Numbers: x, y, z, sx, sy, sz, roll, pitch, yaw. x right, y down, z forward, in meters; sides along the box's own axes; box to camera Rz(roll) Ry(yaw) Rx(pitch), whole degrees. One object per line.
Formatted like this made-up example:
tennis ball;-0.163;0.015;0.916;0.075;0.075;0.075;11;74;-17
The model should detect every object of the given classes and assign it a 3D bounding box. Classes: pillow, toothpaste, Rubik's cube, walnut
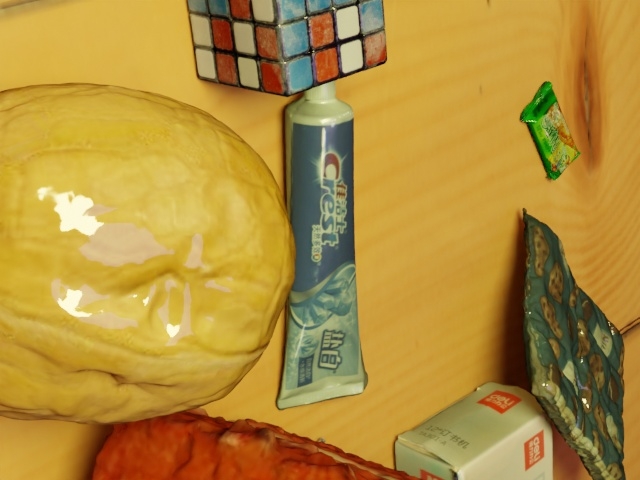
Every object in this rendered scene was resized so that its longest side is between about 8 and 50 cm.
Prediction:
pillow;0.235;0.109;1.051;0.255;0.034;0.188;47;37;-44
toothpaste;-0.001;0.000;0.840;0.069;0.047;0.268;-29;126;-50
Rubik's cube;-0.023;-0.152;0.734;0.092;0.092;0.092;-24;118;-37
walnut;-0.124;0.009;0.631;0.226;0.193;0.193;2;101;-34

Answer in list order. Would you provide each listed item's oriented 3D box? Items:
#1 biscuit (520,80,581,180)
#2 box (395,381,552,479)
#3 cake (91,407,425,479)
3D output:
biscuit;0.208;-0.094;1.030;0.046;0.016;0.089;-49;131;-22
box;0.142;0.273;1.035;0.135;0.079;0.269;-24;118;-38
cake;0.014;0.276;0.749;0.319;0.270;0.270;28;78;-56
